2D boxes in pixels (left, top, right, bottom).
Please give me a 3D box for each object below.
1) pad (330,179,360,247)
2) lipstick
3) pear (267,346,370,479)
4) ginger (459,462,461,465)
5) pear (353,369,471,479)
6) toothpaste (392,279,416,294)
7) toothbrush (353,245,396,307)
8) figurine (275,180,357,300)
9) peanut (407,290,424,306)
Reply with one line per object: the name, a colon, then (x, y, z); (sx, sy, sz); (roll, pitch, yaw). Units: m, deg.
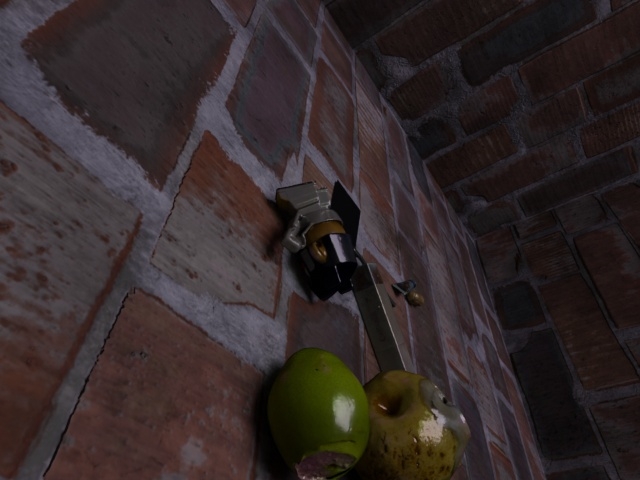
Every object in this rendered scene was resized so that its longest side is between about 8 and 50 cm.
pad: (0.082, -0.081, 1.435); (0.159, 0.009, 0.265); (51, 30, -27)
lipstick: (0.182, 0.251, 1.243); (0.080, 0.076, 0.371); (10, 58, -62)
pear: (-0.001, 0.294, 0.754); (0.187, 0.187, 0.220); (49, 15, -29)
ginger: (0.340, 0.551, 1.221); (0.294, 0.131, 0.086); (-29, 112, -67)
pear: (0.181, 0.425, 0.925); (0.271, 0.271, 0.271); (43, 33, -37)
toothpaste: (0.331, 0.177, 1.635); (0.062, 0.037, 0.216); (35, 16, 23)
toothbrush: (0.172, 0.126, 1.394); (0.297, 0.030, 0.030); (52, 19, -28)
figurine: (0.000, -0.001, 1.055); (0.308, 0.143, 0.308); (25, 44, -26)
peanut: (0.371, 0.227, 1.656); (0.113, 0.054, 0.054); (31, 41, -51)
